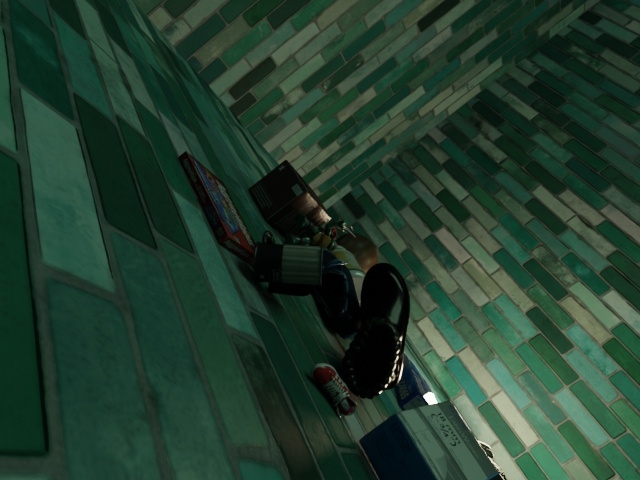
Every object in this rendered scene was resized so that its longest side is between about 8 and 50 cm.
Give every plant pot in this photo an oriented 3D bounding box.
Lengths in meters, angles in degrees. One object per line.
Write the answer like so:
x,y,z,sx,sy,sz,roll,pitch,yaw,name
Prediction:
0.101,0.091,1.842,0.215,0.215,0.230,53,20,5,plant pot

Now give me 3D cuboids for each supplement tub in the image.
0.073,0.119,1.601,0.144,0.144,0.199,49,7,-34,supplement tub

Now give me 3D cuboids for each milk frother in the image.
-0.062,0.032,0.954,0.129,0.135,0.143,93,1,-59,milk frother

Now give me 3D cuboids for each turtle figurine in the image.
0.000,0.000,1.540,0.234,0.175,0.118,21,-5,-37,turtle figurine

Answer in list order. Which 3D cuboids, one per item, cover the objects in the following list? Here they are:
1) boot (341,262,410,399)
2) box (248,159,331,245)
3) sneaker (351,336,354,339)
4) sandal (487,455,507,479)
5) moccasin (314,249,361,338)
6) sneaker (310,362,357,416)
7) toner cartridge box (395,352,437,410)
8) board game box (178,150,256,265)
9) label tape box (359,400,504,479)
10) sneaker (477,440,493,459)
0.141,0.200,1.122,0.260,0.131,0.348,43,45,-65,boot
-0.101,-0.124,1.568,0.168,0.167,0.203,58,8,36,box
0.111,0.237,1.400,0.091,0.094,0.258,37,8,-12,sneaker
0.352,0.607,1.062,0.167,0.107,0.446,26,9,6,sandal
0.041,0.123,1.338,0.117,0.138,0.342,58,1,-39,moccasin
0.027,0.272,0.834,0.118,0.042,0.067,51,2,-35,sneaker
0.318,0.512,1.536,0.165,0.075,0.348,54,6,-3,toner cartridge box
-0.218,-0.069,1.020,0.281,0.027,0.145,57,6,34,board game box
0.256,0.437,0.873,0.334,0.106,0.240,15,34,-49,label tape box
0.463,0.722,1.402,0.140,0.125,0.341,25,9,1,sneaker
